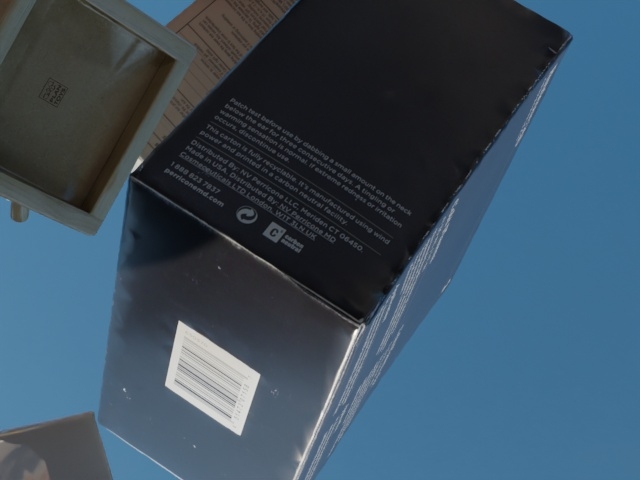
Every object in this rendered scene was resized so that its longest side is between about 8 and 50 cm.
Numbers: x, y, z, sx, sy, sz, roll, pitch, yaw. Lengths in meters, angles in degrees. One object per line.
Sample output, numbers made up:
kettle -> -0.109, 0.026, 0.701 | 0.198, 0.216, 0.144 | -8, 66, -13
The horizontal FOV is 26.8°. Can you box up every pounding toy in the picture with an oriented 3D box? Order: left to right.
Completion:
pounding toy -> -0.147, -0.071, 0.678 | 0.100, 0.141, 0.130 | 30, -90, 40

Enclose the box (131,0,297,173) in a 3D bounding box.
box -> -0.074, -0.178, 1.332 | 0.311, 0.121, 0.148 | -41, -89, -11

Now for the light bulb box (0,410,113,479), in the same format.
light bulb box -> -0.288, 0.333, 0.835 | 0.225, 0.358, 0.361 | -33, -110, 48

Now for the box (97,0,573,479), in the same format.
box -> 0.000, 0.000, 1.021 | 0.179, 0.343, 0.312 | 33, -126, 10
